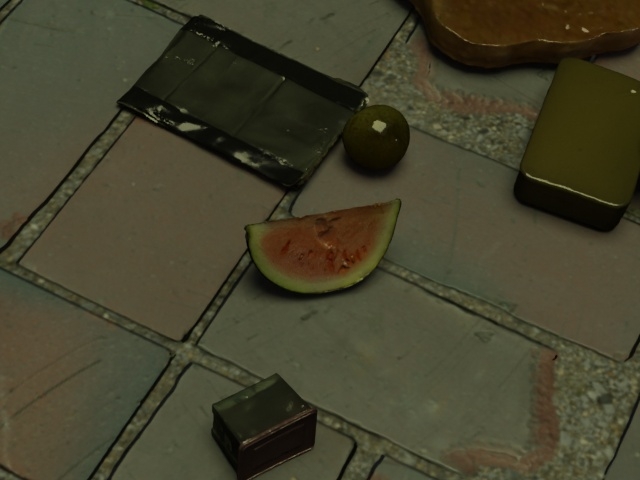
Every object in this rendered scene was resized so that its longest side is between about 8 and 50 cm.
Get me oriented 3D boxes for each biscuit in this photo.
[{"bbox_3d":[0.252,-0.358,1.881,0.385,0.062,0.365,-16,58,-20],"label":"biscuit"}]

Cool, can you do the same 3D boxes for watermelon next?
[{"bbox_3d":[-0.004,0.001,1.557,0.163,0.087,0.069,-9,23,-17],"label":"watermelon"}]

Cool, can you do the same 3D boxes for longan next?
[{"bbox_3d":[0.057,-0.115,1.657,0.075,0.075,0.083,-24,49,-25],"label":"longan"}]

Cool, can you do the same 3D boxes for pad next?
[{"bbox_3d":[-0.083,-0.154,1.697,0.233,0.022,0.174,25,53,13],"label":"pad"}]

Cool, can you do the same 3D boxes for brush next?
[{"bbox_3d":[0.292,-0.107,1.691,0.123,0.059,0.197,22,53,5],"label":"brush"}]

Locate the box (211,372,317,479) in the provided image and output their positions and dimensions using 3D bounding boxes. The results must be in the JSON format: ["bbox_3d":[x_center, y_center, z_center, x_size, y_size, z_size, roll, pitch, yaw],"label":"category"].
[{"bbox_3d":[-0.054,0.170,1.421,0.085,0.060,0.063,-24,51,-24],"label":"box"}]
